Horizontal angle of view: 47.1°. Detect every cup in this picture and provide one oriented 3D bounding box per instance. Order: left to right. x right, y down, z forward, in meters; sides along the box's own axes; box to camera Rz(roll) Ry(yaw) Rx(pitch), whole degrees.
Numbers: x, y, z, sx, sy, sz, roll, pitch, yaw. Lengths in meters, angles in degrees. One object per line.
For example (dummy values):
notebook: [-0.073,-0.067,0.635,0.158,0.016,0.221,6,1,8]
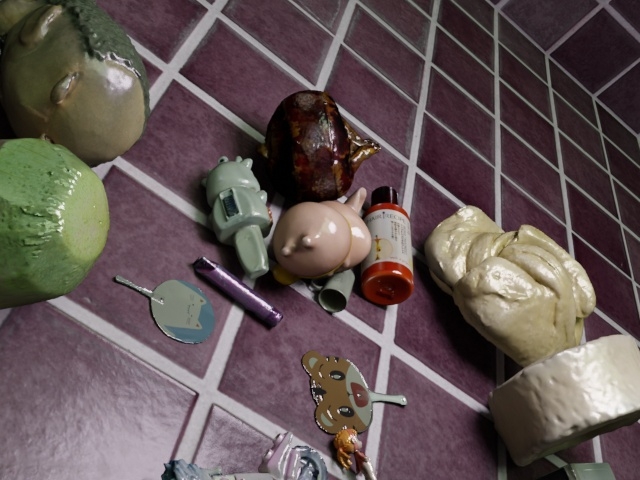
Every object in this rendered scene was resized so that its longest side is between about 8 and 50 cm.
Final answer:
cup: [0.023,0.089,1.377,0.083,0.074,0.055,-64,149,-55]

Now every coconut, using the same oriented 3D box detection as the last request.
coconut: [-0.390,-0.022,0.925,0.236,0.236,0.204,51,13,5]

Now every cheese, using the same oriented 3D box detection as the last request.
cheese: [0.476,0.313,1.419,0.292,0.332,0.153,-12,62,-20]

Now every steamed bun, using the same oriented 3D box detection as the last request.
steamed bun: [0.411,0.086,1.574,0.324,0.230,0.372,18,27,-32]

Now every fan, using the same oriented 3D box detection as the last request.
fan: [-0.238,0.095,1.133,0.175,0.005,0.113,31,40,-24]
fan: [0.068,0.269,1.282,0.226,0.008,0.153,14,47,-36]

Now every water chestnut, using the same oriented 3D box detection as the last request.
water chestnut: [-0.002,-0.181,1.450,0.223,0.238,0.224,-14,90,-88]

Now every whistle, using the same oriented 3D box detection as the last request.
whistle: [-0.136,0.085,1.224,0.176,0.033,0.033,39,37,-12]
whistle: [-0.140,-0.048,1.284,0.105,0.101,0.253,11,47,-43]

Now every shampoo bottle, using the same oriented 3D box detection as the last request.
shampoo bottle: [0.135,-0.003,1.519,0.104,0.104,0.278,29,40,-24]

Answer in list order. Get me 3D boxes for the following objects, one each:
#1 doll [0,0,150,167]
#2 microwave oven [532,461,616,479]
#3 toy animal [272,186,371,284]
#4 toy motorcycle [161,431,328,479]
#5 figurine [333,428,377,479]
doll: [-0.400,-0.270,1.129,0.247,0.247,0.350,12,40,-39]
microwave oven: [0.495,0.535,1.371,0.163,0.129,0.205,15,48,-39]
toy animal: [-0.003,0.000,1.303,0.248,0.165,0.149,-34,111,-71]
toy motorcycle: [-0.110,0.333,0.958,0.204,0.108,0.239,43,36,-7]
figurine: [0.059,0.349,1.161,0.047,0.064,0.109,-20,61,-29]
